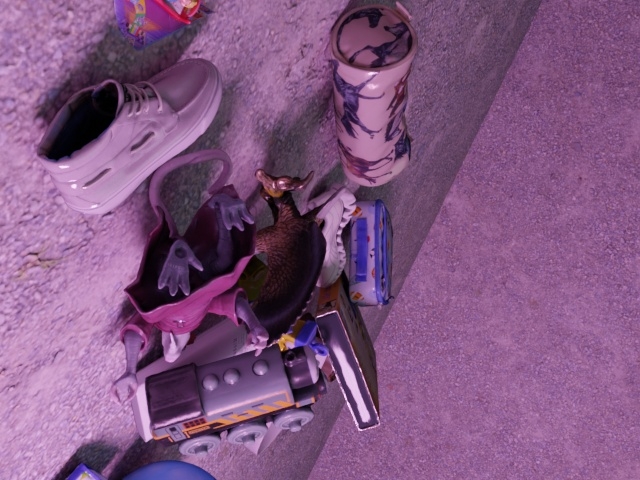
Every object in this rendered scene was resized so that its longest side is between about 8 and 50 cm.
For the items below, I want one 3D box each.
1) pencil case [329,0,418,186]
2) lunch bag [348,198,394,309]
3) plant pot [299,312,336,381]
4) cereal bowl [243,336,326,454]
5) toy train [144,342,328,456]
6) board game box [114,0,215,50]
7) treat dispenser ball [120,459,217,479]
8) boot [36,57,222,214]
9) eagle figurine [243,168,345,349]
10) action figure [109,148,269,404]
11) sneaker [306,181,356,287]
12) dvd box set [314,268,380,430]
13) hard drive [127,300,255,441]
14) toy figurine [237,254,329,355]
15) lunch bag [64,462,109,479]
[{"bbox_3d":[0.115,-0.289,1.313,0.183,0.160,0.410,-46,158,-17],"label":"pencil case"},{"bbox_3d":[0.140,0.044,1.767,0.243,0.115,0.303,45,44,-74],"label":"lunch bag"},{"bbox_3d":[-0.007,0.325,1.881,0.167,0.165,0.167,-51,158,-29],"label":"plant pot"},{"bbox_3d":[-0.122,0.378,1.662,0.339,0.141,0.339,-53,166,-19],"label":"cereal bowl"},{"bbox_3d":[-0.150,0.278,1.125,0.334,0.142,0.190,-14,146,-5],"label":"toy train"},{"bbox_3d":[-0.169,-0.299,0.747,0.169,0.033,0.133,-46,157,-40],"label":"board game box"},{"bbox_3d":[-0.310,0.592,1.266,0.288,0.288,0.288,-51,159,-28],"label":"treat dispenser ball"},{"bbox_3d":[-0.213,-0.149,0.743,0.258,0.095,0.123,-53,167,-20],"label":"boot"},{"bbox_3d":[-0.070,0.032,1.159,0.226,0.225,0.298,-5,85,-51],"label":"eagle figurine"},{"bbox_3d":[-0.232,0.078,0.993,0.248,0.276,0.370,-13,158,-24],"label":"action figure"},{"bbox_3d":[0.000,0.000,1.548,0.118,0.110,0.292,-30,139,-42],"label":"sneaker"},{"bbox_3d":[0.076,0.258,1.661,0.420,0.062,0.308,-77,147,-76],"label":"dvd box set"},{"bbox_3d":[-0.229,0.253,1.256,0.307,0.040,0.203,-30,147,-31],"label":"hard drive"},{"bbox_3d":[-0.061,0.172,1.429,0.191,0.217,0.362,-48,158,-36],"label":"toy figurine"},{"bbox_3d":[-0.423,0.468,1.105,0.129,0.096,0.151,-50,144,-24],"label":"lunch bag"}]
